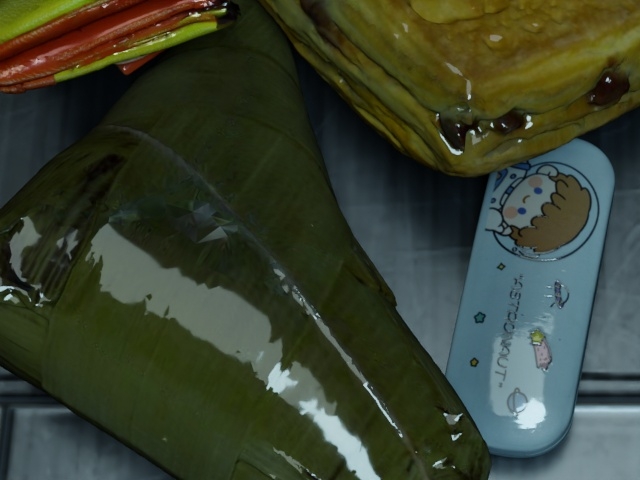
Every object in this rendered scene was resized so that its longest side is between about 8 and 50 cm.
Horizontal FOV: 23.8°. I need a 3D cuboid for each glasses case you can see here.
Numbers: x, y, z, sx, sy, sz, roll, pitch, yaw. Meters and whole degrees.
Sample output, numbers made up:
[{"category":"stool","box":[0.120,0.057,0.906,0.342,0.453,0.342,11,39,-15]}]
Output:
[{"category":"glasses case","box":[0.110,0.026,0.797,0.067,0.045,0.179,10,68,13]}]

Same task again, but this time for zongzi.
[{"category":"zongzi","box":[0.000,0.000,0.788,0.273,0.145,0.300,31,57,10]}]

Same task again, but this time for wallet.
[{"category":"wallet","box":[-0.129,-0.167,0.857,0.141,0.067,0.241,-21,36,3]}]

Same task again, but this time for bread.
[{"category":"bread","box":[0.078,-0.142,0.826,0.210,0.099,0.235,-24,59,-25]}]
